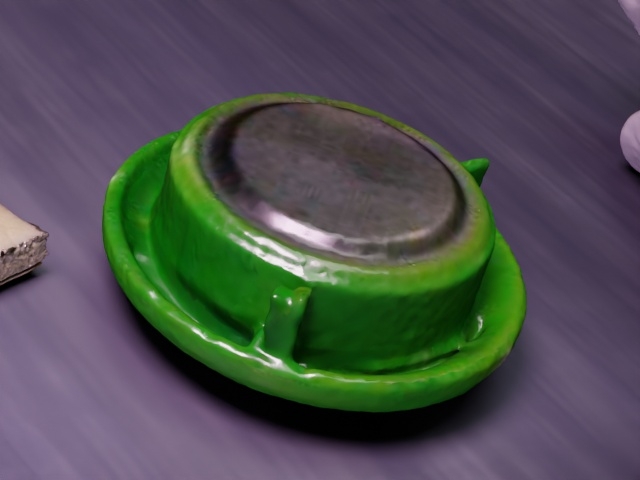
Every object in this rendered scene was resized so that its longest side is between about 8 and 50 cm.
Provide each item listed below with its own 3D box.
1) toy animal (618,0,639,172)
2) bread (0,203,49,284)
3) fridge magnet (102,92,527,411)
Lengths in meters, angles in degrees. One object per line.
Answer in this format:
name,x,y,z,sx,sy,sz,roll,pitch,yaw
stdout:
toy animal,0.298,-0.073,0.951,0.272,0.206,0.265,-21,31,11
bread,-0.198,0.013,0.789,0.068,0.028,0.154,34,38,24
fridge magnet,0.000,0.000,0.840,0.208,0.088,0.208,12,34,-8
